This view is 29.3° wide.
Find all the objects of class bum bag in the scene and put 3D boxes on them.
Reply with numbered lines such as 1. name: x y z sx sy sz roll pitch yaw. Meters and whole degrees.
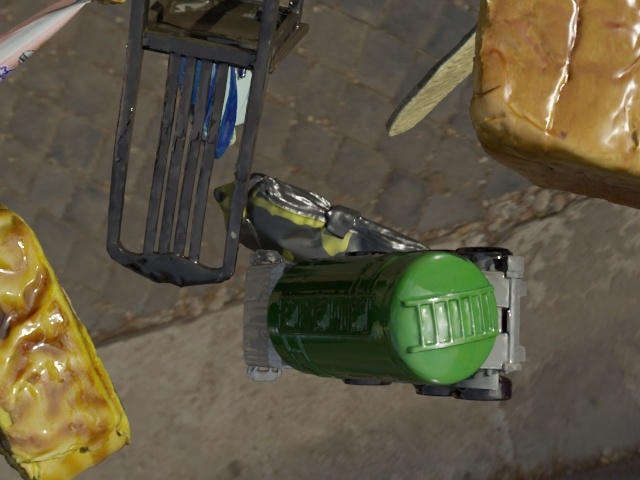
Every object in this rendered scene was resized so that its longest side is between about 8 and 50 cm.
1. bum bag: 0.000 0.000 1.202 0.232 0.060 0.107 24 142 -10

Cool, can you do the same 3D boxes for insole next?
1. insole: 0.128 -0.157 0.961 0.011 0.081 0.248 55 138 11

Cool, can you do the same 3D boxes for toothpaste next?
1. toothpaste: -0.305 -0.180 1.180 0.194 0.067 0.043 -37 117 -3

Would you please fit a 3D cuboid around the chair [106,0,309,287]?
1. chair: -0.059 -0.088 0.655 0.084 0.101 0.213 12 118 5

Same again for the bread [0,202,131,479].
1. bread: -0.235 0.070 0.905 0.181 0.096 0.222 15 132 56

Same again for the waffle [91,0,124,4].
1. waffle: -0.323 -0.352 1.539 0.191 0.191 0.038 22 81 14

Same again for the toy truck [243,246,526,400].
1. toy truck: 0.035 0.053 0.813 0.242 0.125 0.101 -5 83 59

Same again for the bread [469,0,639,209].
1. bread: 0.160 -0.098 0.665 0.143 0.158 0.149 11 87 15

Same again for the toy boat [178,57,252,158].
1. toy boat: -0.116 -0.239 1.521 0.070 0.292 0.210 0 118 15
